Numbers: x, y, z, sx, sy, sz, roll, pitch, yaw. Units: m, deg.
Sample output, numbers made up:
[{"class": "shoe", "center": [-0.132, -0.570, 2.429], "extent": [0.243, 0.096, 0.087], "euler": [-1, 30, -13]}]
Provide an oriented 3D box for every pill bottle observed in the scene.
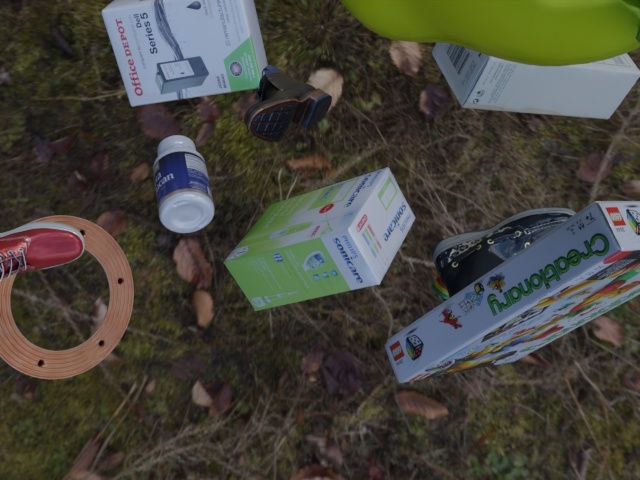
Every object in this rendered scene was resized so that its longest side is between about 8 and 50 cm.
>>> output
[{"class": "pill bottle", "center": [-0.243, -0.103, 1.410], "extent": [0.094, 0.169, 0.094], "euler": [-10, 140, -8]}]

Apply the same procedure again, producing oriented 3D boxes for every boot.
[{"class": "boot", "center": [-0.080, -0.220, 1.277], "extent": [0.106, 0.219, 0.082], "euler": [37, 119, 17]}, {"class": "boot", "center": [-0.523, 0.045, 1.350], "extent": [0.244, 0.176, 0.088], "euler": [-8, 117, -9]}, {"class": "boot", "center": [0.296, 0.051, 1.233], "extent": [0.237, 0.178, 0.085], "euler": [-17, 132, 13]}]

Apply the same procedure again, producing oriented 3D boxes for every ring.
[{"class": "ring", "center": [-0.535, 0.116, 1.653], "extent": [0.032, 0.337, 0.336], "euler": [1, 111, 45]}]

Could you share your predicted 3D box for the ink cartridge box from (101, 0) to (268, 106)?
[{"class": "ink cartridge box", "center": [-0.258, -0.386, 1.571], "extent": [0.273, 0.114, 0.198], "euler": [-7, 118, 9]}]

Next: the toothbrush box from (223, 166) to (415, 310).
[{"class": "toothbrush box", "center": [0.000, 0.000, 1.458], "extent": [0.283, 0.206, 0.122], "euler": [-13, 117, 35]}]

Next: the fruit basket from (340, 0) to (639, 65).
[{"class": "fruit basket", "center": [0.174, -0.191, 0.352], "extent": [0.392, 0.392, 0.282], "euler": [16, 110, -4]}]

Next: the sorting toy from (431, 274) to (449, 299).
[{"class": "sorting toy", "center": [0.294, 0.066, 1.447], "extent": [0.132, 0.274, 0.046], "euler": [33, 113, 10]}]

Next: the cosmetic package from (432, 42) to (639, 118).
[{"class": "cosmetic package", "center": [0.369, -0.307, 1.386], "extent": [0.310, 0.160, 0.113], "euler": [2, 138, -23]}]

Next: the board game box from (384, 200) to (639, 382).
[{"class": "board game box", "center": [0.229, 0.056, 0.815], "extent": [0.305, 0.193, 0.053], "euler": [-43, 59, 45]}]
